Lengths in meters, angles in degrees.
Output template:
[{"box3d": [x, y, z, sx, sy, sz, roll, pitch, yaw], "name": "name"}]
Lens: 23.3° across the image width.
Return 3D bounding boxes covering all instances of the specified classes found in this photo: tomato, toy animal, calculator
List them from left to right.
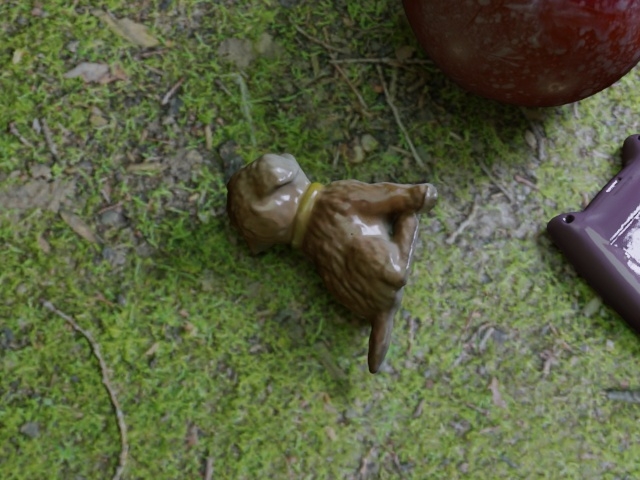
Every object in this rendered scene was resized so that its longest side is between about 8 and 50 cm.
[{"box3d": [-0.007, 0.012, 1.412, 0.185, 0.104, 0.183, 17, 71, -6], "name": "toy animal"}, {"box3d": [0.201, -0.250, 1.499, 0.270, 0.227, 0.270, 13, 45, -14], "name": "tomato"}, {"box3d": [0.375, 0.029, 1.494, 0.294, 0.043, 0.194, 41, 64, 10], "name": "calculator"}]
